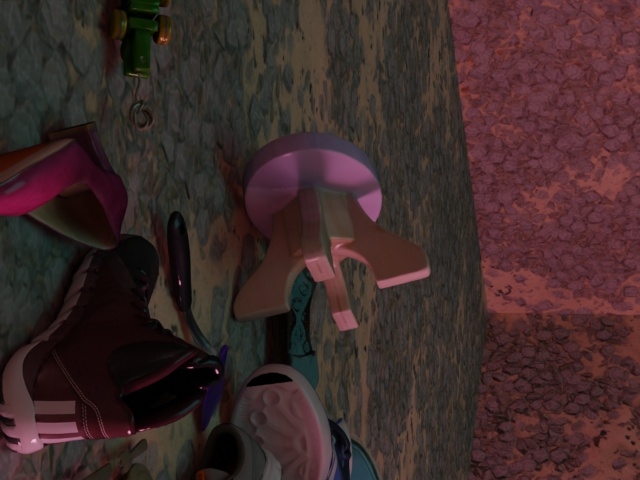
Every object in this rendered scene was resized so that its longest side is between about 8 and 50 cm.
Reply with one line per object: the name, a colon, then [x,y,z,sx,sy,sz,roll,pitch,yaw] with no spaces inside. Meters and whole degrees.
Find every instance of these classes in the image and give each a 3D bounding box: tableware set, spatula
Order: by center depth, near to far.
tableware set: [-0.195,0.269,1.119,0.194,0.039,0.128,-20,97,-80]
spatula: [-0.139,0.092,1.337,0.084,0.030,0.297,-67,153,-50]

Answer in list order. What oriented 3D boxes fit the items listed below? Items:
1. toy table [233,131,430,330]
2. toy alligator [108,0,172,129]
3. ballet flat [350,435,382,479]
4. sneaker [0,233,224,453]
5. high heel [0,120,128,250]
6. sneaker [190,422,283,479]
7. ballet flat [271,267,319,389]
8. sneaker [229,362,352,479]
toy table: [0.000,0.000,1.520,0.274,0.252,0.161,42,32,-59]
toy alligator: [-0.179,-0.197,1.159,0.051,0.056,0.190,172,-79,-64]
ballet flat: [0.049,0.494,1.851,0.139,0.139,0.400,-13,90,-75]
sneaker: [-0.150,0.089,1.039,0.281,0.162,0.106,-67,153,-55]
high heel: [-0.214,-0.022,0.963,0.244,0.082,0.117,-82,159,-78]
sneaker: [-0.119,0.325,1.323,0.272,0.100,0.108,-80,149,-44]
ballet flat: [-0.043,0.095,1.669,0.084,0.058,0.250,2,82,-40]
sneaker: [-0.033,0.260,1.592,0.236,0.130,0.323,-79,160,-64]
